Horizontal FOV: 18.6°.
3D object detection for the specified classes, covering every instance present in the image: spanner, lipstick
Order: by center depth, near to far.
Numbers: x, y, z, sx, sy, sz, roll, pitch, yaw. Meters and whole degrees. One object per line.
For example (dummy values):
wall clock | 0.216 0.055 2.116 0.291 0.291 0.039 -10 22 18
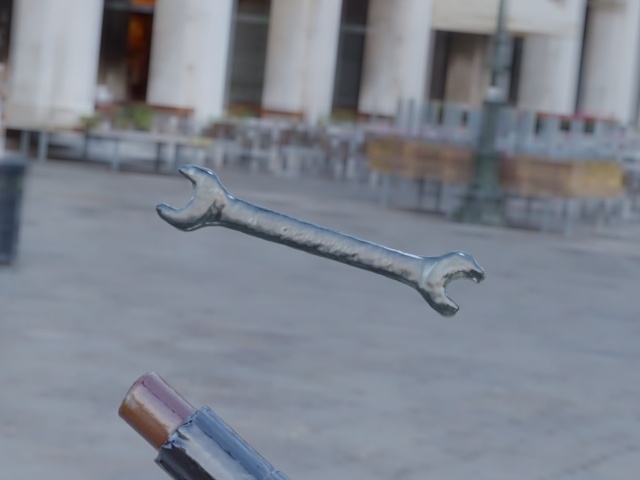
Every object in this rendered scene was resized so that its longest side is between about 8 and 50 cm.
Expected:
spanner | 0.000 0.000 1.484 0.255 0.054 0.015 18 -3 6
lipstick | -0.048 0.221 1.603 0.300 0.081 0.081 41 12 7
